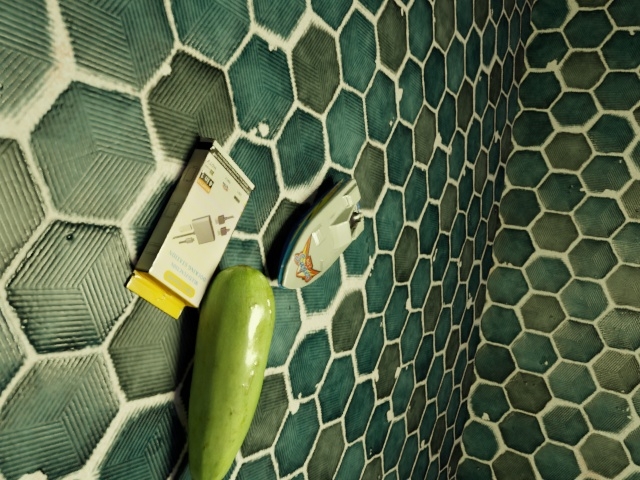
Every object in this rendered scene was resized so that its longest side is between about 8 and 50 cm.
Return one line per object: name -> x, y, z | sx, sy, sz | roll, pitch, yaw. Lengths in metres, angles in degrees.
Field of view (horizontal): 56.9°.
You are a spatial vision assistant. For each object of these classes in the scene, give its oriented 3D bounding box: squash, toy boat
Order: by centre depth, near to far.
squash -> -0.144, 0.221, 0.924 | 0.118, 0.118, 0.371 | 4, 95, -60
toy boat -> 0.000, 0.000, 1.135 | 0.295, 0.088, 0.129 | -48, 137, -44

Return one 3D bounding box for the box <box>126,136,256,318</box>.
box -> -0.182, -0.014, 0.871 | 0.129, 0.033, 0.247 | 51, 55, -54
